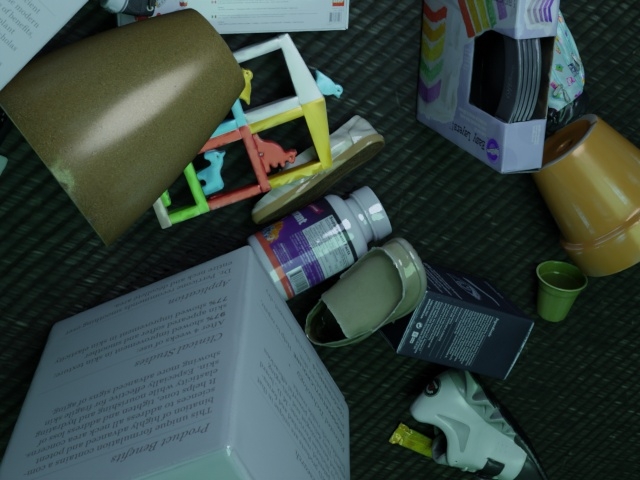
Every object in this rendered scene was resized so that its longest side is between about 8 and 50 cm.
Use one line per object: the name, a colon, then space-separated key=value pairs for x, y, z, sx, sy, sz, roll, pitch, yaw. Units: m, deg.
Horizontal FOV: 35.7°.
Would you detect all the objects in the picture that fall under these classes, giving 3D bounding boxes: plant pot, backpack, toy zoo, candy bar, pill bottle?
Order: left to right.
plant pot: x=-0.226 y=-0.162 z=1.195 sx=0.254 sy=0.237 sz=0.237 roll=-38 pitch=120 yaw=-9
toy zoo: x=-0.108 y=-0.154 z=1.333 sx=0.293 sy=0.030 sz=0.192 roll=-20 pitch=107 yaw=-3
pill bottle: x=0.000 y=0.000 z=1.432 sx=0.194 sy=0.108 sz=0.108 roll=-28 pitch=119 yaw=-7
candy bar: x=0.189 y=0.354 z=1.703 sx=0.161 sy=0.018 sz=0.040 roll=26 pitch=105 yaw=-28
backpack: x=0.304 y=-0.257 z=1.422 sx=0.115 sy=0.152 sz=0.182 roll=-32 pitch=107 yaw=-11
plant pot: x=0.387 y=0.089 z=1.632 sx=0.083 sy=0.083 sz=0.079 roll=-6 pitch=125 yaw=-18
plant pot: x=0.422 y=-0.081 z=1.512 sx=0.205 sy=0.205 sz=0.188 roll=-43 pitch=103 yaw=2

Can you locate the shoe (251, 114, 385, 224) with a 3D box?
shoe: x=-0.012 y=-0.099 z=1.418 sx=0.219 sy=0.076 sz=0.058 roll=-34 pitch=77 yaw=-1

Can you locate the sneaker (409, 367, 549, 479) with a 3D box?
sneaker: x=0.267 y=0.343 z=1.681 sx=0.146 sy=0.122 sz=0.330 roll=-37 pitch=114 yaw=8

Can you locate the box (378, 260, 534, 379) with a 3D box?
box: x=0.193 y=0.115 z=1.525 sx=0.207 sy=0.153 sz=0.108 roll=17 pitch=106 yaw=-25

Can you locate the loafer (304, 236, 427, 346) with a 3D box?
loafer: x=0.060 y=0.090 z=1.423 sx=0.092 sy=0.102 sz=0.268 roll=-23 pitch=162 yaw=-35

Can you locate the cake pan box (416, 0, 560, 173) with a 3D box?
cake pan box: x=0.217 y=-0.241 z=1.317 sx=0.070 sy=0.267 sz=0.245 roll=-9 pitch=117 yaw=-19

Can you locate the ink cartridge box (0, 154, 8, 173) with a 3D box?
ink cartridge box: x=-0.631 y=-0.058 z=1.216 sx=0.385 sy=0.091 sz=0.308 roll=24 pitch=102 yaw=-44

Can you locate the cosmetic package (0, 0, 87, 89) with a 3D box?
cosmetic package: x=-0.447 y=-0.249 z=1.053 sx=0.453 sy=0.161 sz=0.230 roll=-46 pitch=134 yaw=-2

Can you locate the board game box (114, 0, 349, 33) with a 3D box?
board game box: x=-0.111 y=-0.363 z=1.266 sx=0.305 sy=0.053 sz=0.192 roll=-5 pitch=113 yaw=-18

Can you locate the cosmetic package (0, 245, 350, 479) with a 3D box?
cosmetic package: x=-0.171 y=0.283 z=1.284 sx=0.330 sy=0.393 sz=0.327 roll=-21 pitch=120 yaw=14

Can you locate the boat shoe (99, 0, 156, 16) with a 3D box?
boat shoe: x=-0.191 y=-0.369 z=1.162 sx=0.076 sy=0.080 sz=0.228 roll=11 pitch=108 yaw=-29

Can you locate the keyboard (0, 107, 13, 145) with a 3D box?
keyboard: x=-0.458 y=-0.091 z=1.236 sx=0.100 sy=0.038 sz=0.192 roll=24 pitch=100 yaw=-46
